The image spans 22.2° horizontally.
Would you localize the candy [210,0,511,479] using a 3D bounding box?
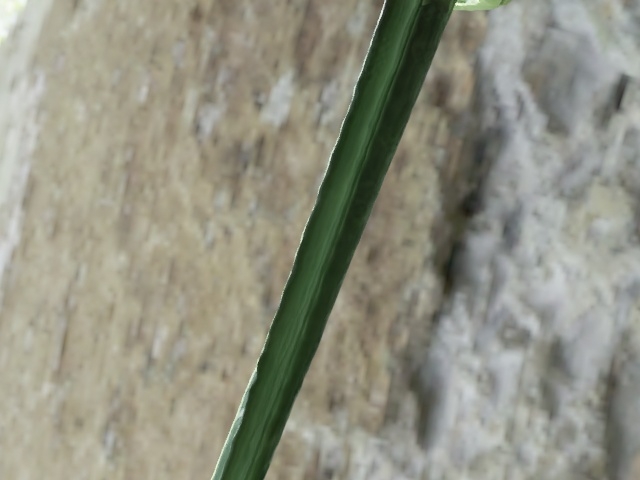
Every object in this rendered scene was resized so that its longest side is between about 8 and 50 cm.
[{"bbox_3d":[0.000,0.000,0.409,0.093,0.092,0.335,139,-28,-77],"label":"candy"}]
